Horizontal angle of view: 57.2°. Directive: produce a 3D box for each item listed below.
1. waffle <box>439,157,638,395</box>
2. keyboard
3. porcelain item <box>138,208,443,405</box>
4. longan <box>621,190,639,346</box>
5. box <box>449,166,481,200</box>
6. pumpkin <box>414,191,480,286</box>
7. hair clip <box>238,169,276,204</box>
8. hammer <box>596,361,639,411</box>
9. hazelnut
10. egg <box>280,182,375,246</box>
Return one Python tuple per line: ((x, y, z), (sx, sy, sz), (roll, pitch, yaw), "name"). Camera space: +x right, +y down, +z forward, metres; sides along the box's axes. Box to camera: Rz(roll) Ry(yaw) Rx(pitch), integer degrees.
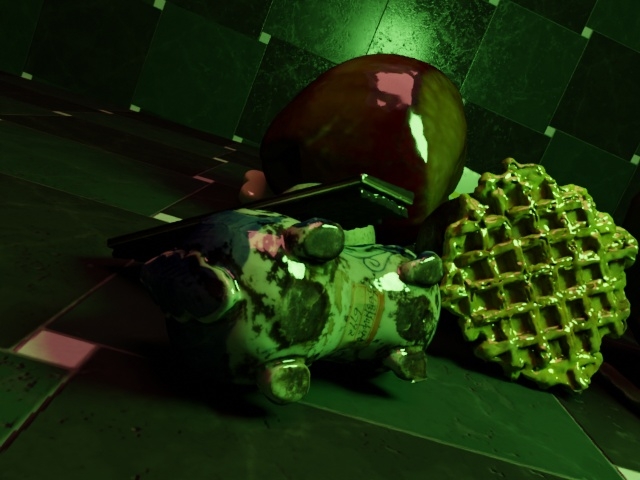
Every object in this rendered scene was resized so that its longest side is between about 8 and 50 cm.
((0.252, 0.038, 0.684), (0.245, 0.254, 0.052), (29, -13, -5), "waffle")
((-0.069, -0.011, 0.572), (0.317, 0.027, 0.106), (-12, -14, 33), "keyboard")
((-0.018, 0.046, 0.522), (0.288, 0.138, 0.186), (8, 4, -44), "porcelain item")
((0.601, 0.046, 0.760), (0.403, 0.404, 0.436), (11, -18, -28), "longan")
((0.353, -0.080, 1.458), (0.332, 0.173, 0.145), (24, 8, -19), "box")
((0.253, 0.024, 0.831), (0.237, 0.159, 0.238), (13, -22, 5), "pumpkin")
((-0.088, -0.089, 1.259), (0.159, 0.071, 0.218), (36, 21, 22), "hair clip")
((0.388, 0.205, 0.630), (0.125, 0.027, 0.297), (14, 11, -12), "hammer")
((0.103, -0.178, 1.133), (0.402, 0.402, 0.429), (22, 24, 22), "hazelnut")
((0.000, 0.000, 0.743), (0.141, 0.141, 0.181), (21, 1, 19), "egg")
